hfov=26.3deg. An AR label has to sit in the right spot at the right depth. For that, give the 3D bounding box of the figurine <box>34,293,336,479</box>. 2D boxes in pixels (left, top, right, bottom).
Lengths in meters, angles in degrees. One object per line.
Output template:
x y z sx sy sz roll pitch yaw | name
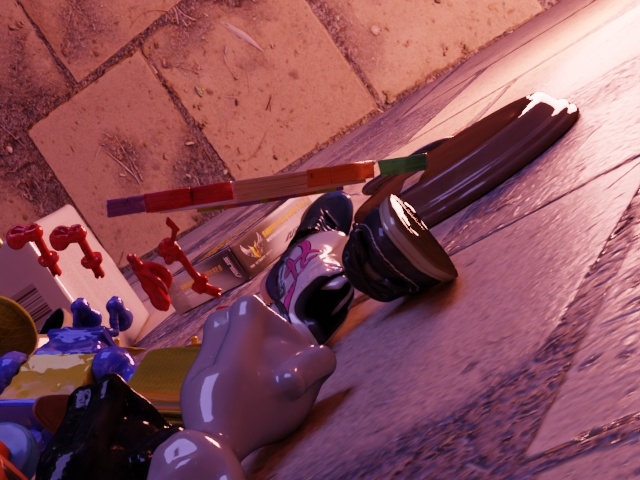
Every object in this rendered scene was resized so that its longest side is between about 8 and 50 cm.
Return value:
-0.106 0.147 0.868 0.215 0.092 0.209 -30 15 25 | figurine

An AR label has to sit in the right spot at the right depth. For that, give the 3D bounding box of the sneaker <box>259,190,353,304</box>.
0.001 0.001 1.411 0.152 0.058 0.084 -51 10 -27 | sneaker

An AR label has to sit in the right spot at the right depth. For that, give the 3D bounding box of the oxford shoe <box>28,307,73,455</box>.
-0.354 0.185 1.558 0.123 0.130 0.348 -31 7 22 | oxford shoe

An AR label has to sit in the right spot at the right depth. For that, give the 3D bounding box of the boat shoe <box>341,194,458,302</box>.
0.055 0.014 1.058 0.073 0.080 0.223 -39 1 5 | boat shoe

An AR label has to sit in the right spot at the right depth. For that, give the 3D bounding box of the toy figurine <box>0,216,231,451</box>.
-0.291 0.122 1.368 0.362 0.191 0.217 -2 42 21 | toy figurine

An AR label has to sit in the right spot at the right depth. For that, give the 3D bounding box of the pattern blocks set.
-0.054 -0.051 1.366 0.325 0.026 0.285 -10 3 -25 | pattern blocks set

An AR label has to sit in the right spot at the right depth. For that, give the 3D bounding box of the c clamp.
0.129 -0.091 1.620 0.160 0.022 0.137 -30 -11 29 | c clamp

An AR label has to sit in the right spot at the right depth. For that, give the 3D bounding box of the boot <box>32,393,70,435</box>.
-0.219 0.162 1.211 0.087 0.118 0.042 1 64 53 | boot

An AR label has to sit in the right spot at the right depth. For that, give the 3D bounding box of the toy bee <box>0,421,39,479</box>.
-0.296 0.194 1.092 0.298 0.195 0.162 -11 46 47 | toy bee

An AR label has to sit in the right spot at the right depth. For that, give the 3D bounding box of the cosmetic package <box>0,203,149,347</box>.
-0.396 0.096 2.008 0.161 0.230 0.453 -34 5 2 | cosmetic package

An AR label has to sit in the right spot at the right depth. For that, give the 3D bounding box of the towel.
-0.109 0.115 1.113 0.102 0.021 0.237 2 8 1 | towel

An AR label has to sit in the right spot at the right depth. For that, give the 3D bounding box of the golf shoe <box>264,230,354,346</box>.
0.001 0.047 1.132 0.086 0.067 0.186 -21 22 30 | golf shoe

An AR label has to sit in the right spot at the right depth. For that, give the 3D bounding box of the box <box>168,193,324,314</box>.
-0.099 0.004 1.972 0.183 0.056 0.231 -26 10 48 | box

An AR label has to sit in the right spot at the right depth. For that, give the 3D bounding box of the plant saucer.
0.142 -0.075 1.432 0.278 0.041 0.278 -34 7 5 | plant saucer
